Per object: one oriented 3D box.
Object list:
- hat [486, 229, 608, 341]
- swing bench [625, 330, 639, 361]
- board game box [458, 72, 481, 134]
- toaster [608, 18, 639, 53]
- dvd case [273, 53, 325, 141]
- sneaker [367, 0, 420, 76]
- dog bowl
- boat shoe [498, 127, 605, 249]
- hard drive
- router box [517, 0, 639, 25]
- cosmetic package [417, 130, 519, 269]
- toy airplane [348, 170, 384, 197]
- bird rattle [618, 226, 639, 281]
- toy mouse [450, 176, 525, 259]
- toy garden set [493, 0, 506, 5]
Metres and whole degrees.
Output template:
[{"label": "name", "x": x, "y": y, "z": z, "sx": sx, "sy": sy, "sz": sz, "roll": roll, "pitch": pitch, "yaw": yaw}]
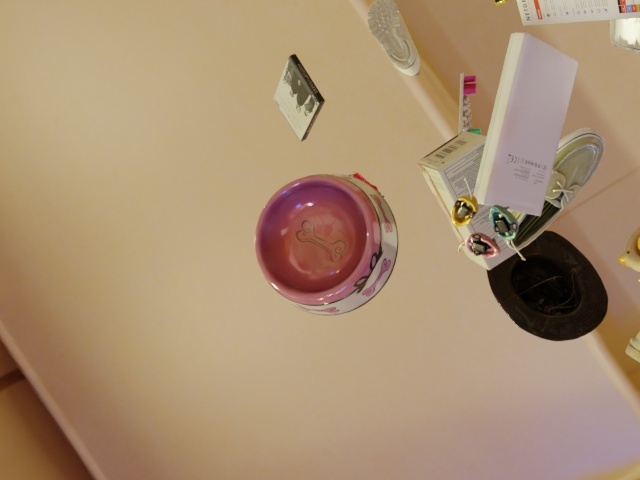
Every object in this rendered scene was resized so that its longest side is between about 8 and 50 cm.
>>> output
[{"label": "hat", "x": 0.595, "y": 0.138, "z": 1.827, "sx": 0.134, "sy": 0.331, "sz": 0.331, "roll": 93, "pitch": 153, "yaw": -60}, {"label": "swing bench", "x": 0.788, "y": 0.160, "z": 1.409, "sx": 0.255, "sy": 0.253, "sz": 0.165, "roll": 21, "pitch": -173, "yaw": -13}, {"label": "board game box", "x": 0.483, "y": -0.269, "z": 2.163, "sx": 0.390, "sy": 0.050, "sz": 0.389, "roll": 54, "pitch": -141, "yaw": -63}, {"label": "toaster", "x": 0.874, "y": -0.583, "z": 1.786, "sx": 0.227, "sy": 0.129, "sz": 0.146, "roll": 32, "pitch": 148, "yaw": 40}, {"label": "dvd case", "x": -0.071, "y": -0.439, "z": 2.104, "sx": 0.179, "sy": 0.030, "sz": 0.238, "roll": 59, "pitch": 157, "yaw": 10}, {"label": "sneaker", "x": 0.196, "y": -0.534, "z": 1.775, "sx": 0.095, "sy": 0.090, "sz": 0.235, "roll": 15, "pitch": -127, "yaw": -60}, {"label": "dog bowl", "x": 0.000, "y": 0.000, "z": 1.856, "sx": 0.408, "sy": 0.408, "sz": 0.150, "roll": 60, "pitch": -167, "yaw": 17}, {"label": "boat shoe", "x": 0.497, "y": -0.100, "z": 1.436, "sx": 0.109, "sy": 0.302, "sz": 0.094, "roll": 28, "pitch": -155, "yaw": -12}, {"label": "hard drive", "x": 0.388, "y": -0.208, "z": 1.269, "sx": 0.203, "sy": 0.307, "sz": 0.040, "roll": 7, "pitch": -172, "yaw": -43}, {"label": "router box", "x": 0.564, "y": -0.653, "z": 1.494, "sx": 0.301, "sy": 0.082, "sz": 0.335, "roll": 13, "pitch": 143, "yaw": 43}, {"label": "cosmetic package", "x": 0.378, "y": -0.098, "z": 1.633, "sx": 0.296, "sy": 0.153, "sz": 0.129, "roll": 59, "pitch": 175, "yaw": -21}, {"label": "toy airplane", "x": 0.154, "y": -0.187, "z": 2.247, "sx": 0.151, "sy": 0.028, "sz": 0.151, "roll": 34, "pitch": 180, "yaw": 0}, {"label": "bird rattle", "x": 0.810, "y": 0.001, "z": 1.576, "sx": 0.143, "sy": 0.253, "sz": 0.207, "roll": 34, "pitch": 174, "yaw": -24}, {"label": "toy mouse", "x": 0.278, "y": -0.017, "z": 1.098, "sx": 0.143, "sy": 0.161, "sz": 0.031, "roll": 35, "pitch": -127, "yaw": 19}, {"label": "toy garden set", "x": 0.508, "y": -0.752, "z": 1.855, "sx": 0.244, "sy": 0.049, "sz": 0.204, "roll": 45, "pitch": 161, "yaw": -29}]
